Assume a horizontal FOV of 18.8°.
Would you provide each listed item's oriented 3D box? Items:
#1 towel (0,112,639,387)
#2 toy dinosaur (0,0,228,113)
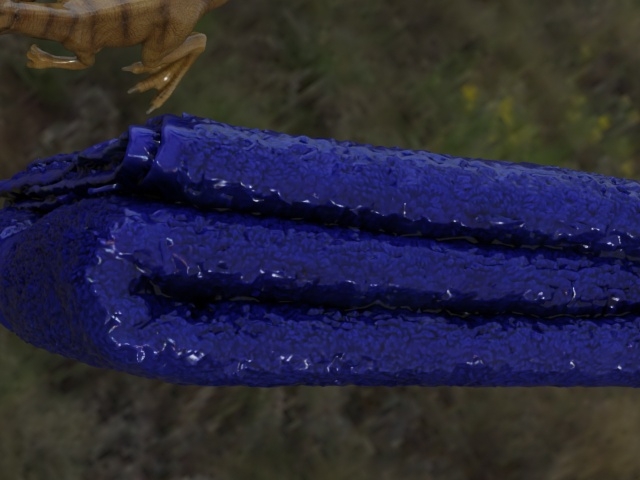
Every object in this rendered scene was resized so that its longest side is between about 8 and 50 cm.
[{"bbox_3d":[0.000,0.000,0.663,0.228,0.308,0.076,1,91,-17],"label":"towel"},{"bbox_3d":[-0.070,-0.109,0.898,0.211,0.112,0.064,-19,81,-19],"label":"toy dinosaur"}]
